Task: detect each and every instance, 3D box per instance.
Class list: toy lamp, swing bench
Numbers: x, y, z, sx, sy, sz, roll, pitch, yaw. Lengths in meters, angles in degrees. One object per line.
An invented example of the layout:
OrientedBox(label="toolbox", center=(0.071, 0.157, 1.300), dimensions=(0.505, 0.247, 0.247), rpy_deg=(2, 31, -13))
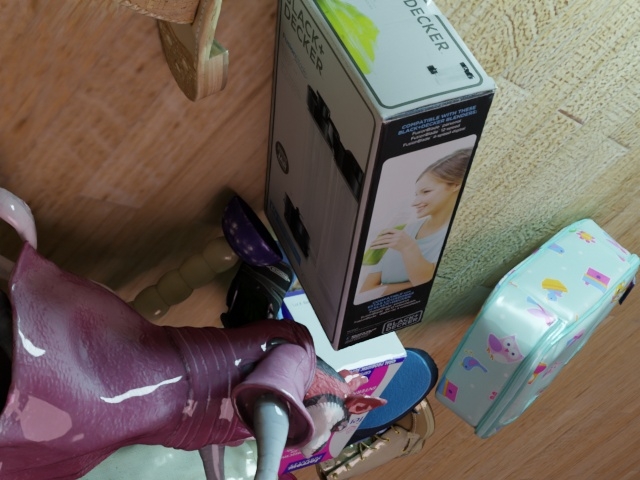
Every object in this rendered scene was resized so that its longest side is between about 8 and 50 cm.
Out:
OrientedBox(label="toy lamp", center=(-0.166, 0.064, 0.873), dimensions=(0.274, 0.080, 0.080), rpy_deg=(-36, 149, 4))
OrientedBox(label="swing bench", center=(-0.220, 0.295, 1.083), dimensions=(0.253, 0.165, 0.255), rpy_deg=(-7, 137, -34))

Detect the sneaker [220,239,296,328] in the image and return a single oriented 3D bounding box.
OrientedBox(label="sneaker", center=(-0.070, 0.079, 0.965), dimensions=(0.078, 0.067, 0.188), rpy_deg=(-44, 156, -40))

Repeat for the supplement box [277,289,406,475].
OrientedBox(label="supplement box", center=(-0.011, 0.159, 1.109), dimensions=(0.111, 0.114, 0.220), rpy_deg=(-10, 146, -32))

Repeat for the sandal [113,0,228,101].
OrientedBox(label="sandal", center=(-0.107, -0.156, 0.587), dimensions=(0.079, 0.088, 0.240), rpy_deg=(-28, 155, -17))

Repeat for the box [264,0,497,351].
OrientedBox(label="box", center=(0.030, -0.063, 0.767), dimensions=(0.087, 0.169, 0.290), rpy_deg=(-16, 148, -18))

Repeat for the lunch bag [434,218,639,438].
OrientedBox(label="lunch bag", center=(0.269, 0.110, 1.211), dimensions=(0.279, 0.108, 0.224), rpy_deg=(-32, 152, -40))

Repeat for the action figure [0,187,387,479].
OrientedBox(label="action figure", center=(-0.121, 0.114, 0.801), dimensions=(0.370, 0.276, 0.248), rpy_deg=(-2, 166, -30))

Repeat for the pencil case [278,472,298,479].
OrientedBox(label="pencil case", center=(-0.112, 0.425, 1.423), dimensions=(0.104, 0.104, 0.236), rpy_deg=(0, 139, -41))

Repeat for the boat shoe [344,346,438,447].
OrientedBox(label="boat shoe", center=(0.050, 0.203, 1.260), dimensions=(0.258, 0.109, 0.089), rpy_deg=(-30, 161, 33))

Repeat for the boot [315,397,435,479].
OrientedBox(label="boot", center=(0.069, 0.276, 1.384), dimensions=(0.165, 0.077, 0.213), rpy_deg=(-20, 151, -15))
